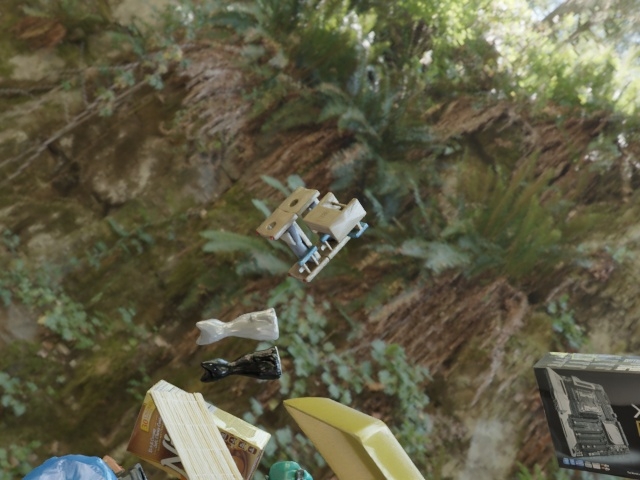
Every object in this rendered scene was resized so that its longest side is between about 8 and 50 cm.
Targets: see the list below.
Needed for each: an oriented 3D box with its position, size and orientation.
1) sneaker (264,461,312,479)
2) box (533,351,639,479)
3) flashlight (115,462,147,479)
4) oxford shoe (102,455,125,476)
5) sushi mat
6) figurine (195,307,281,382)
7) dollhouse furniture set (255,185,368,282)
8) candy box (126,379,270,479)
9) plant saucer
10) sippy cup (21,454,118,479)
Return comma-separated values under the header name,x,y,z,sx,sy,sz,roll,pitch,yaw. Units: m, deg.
name,x,y,z,sx,sy,sz,roll,pitch,yaw
sneaker,-0.096,0.627,1.848,0.295,0.124,0.178,34,45,-62
box,0.602,0.351,1.526,0.308,0.077,0.242,-4,-73,46
flashlight,-0.371,0.633,1.600,0.103,0.103,0.304,-169,-125,-88
oxford shoe,-0.441,0.699,1.803,0.397,0.147,0.140,55,-20,13
sushi mat,-0.252,0.447,1.640,0.151,0.019,0.316,14,32,-48
figurine,-0.212,0.273,1.956,0.092,0.210,0.214,-110,-164,-56
dollhouse furniture set,0.000,0.000,1.399,0.184,0.129,0.129,18,-31,53
candy box,-0.304,0.502,1.901,0.317,0.087,0.182,24,-75,8
plant saucer,0.102,0.458,1.584,0.332,0.081,0.333,56,-23,-17
sippy cup,-0.397,0.479,1.239,0.240,0.306,0.224,35,-42,46
